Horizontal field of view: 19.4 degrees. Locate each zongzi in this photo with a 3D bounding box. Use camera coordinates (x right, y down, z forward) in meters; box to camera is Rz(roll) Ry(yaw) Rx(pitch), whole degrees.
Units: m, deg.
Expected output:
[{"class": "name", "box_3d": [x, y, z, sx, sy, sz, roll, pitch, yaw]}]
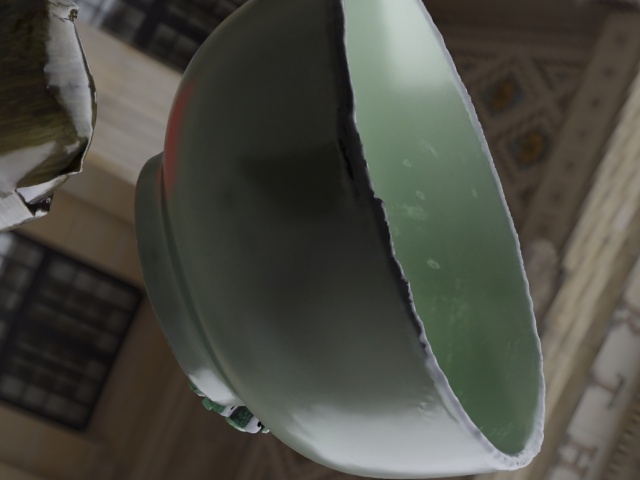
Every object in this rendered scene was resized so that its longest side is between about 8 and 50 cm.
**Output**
[{"class": "zongzi", "box_3d": [-0.226, -0.039, 0.910, 0.241, 0.248, 0.111, 162, -87, -85]}]

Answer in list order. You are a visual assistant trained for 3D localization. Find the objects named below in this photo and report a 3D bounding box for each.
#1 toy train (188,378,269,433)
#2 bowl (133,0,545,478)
[{"class": "toy train", "box_3d": [-0.040, 0.096, 1.683, 0.178, 0.071, 0.104, -44, -99, 20]}, {"class": "bowl", "box_3d": [0.000, 0.000, 1.203, 0.185, 0.354, 0.354, -18, -130, 16]}]
